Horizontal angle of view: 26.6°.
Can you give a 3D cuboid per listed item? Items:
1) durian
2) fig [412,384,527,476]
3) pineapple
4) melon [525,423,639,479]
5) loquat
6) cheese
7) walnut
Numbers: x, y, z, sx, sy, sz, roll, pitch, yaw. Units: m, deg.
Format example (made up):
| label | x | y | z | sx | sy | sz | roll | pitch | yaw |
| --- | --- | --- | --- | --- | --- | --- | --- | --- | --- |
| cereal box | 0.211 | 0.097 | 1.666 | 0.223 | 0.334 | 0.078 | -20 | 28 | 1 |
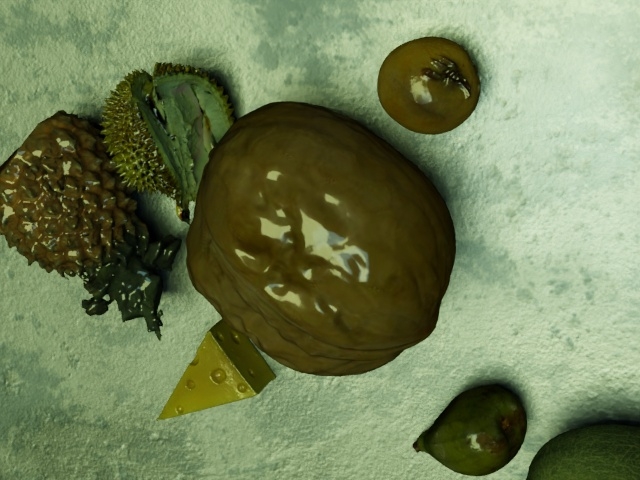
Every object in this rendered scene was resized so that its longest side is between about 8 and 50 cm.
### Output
| label | x | y | z | sx | sy | sz | roll | pitch | yaw |
| --- | --- | --- | --- | --- | --- | --- | --- | --- | --- |
| durian | -0.231 | -0.147 | 1.991 | 0.137 | 0.193 | 0.237 | 15 | 112 | 47 |
| fig | 0.223 | 0.291 | 1.992 | 0.126 | 0.133 | 0.185 | 24 | 149 | -5 |
| pineapple | -0.335 | -0.009 | 2.040 | 0.223 | 0.223 | 0.357 | -39 | 98 | 22 |
| melon | 0.429 | 0.376 | 1.872 | 0.301 | 0.237 | 0.237 | 19 | 108 | 12 |
| loquat | 0.150 | -0.212 | 1.863 | 0.141 | 0.141 | 0.141 | 4 | 105 | 16 |
| cheese | -0.179 | 0.219 | 2.096 | 0.171 | 0.093 | 0.126 | -37 | 91 | 23 |
| walnut | 0.000 | 0.000 | 1.874 | 0.398 | 0.308 | 0.354 | 42 | 145 | 4 |
